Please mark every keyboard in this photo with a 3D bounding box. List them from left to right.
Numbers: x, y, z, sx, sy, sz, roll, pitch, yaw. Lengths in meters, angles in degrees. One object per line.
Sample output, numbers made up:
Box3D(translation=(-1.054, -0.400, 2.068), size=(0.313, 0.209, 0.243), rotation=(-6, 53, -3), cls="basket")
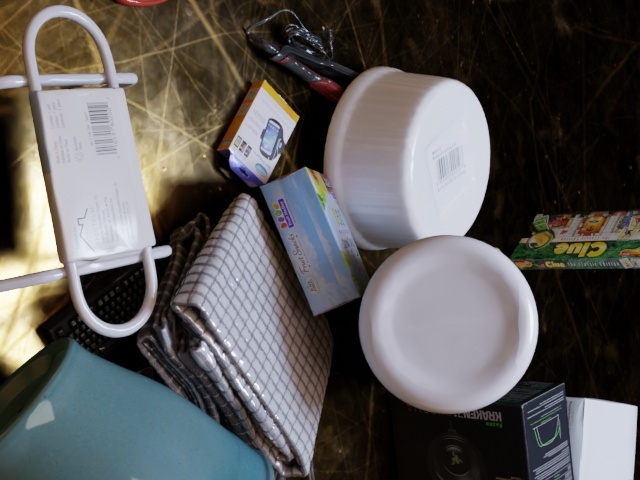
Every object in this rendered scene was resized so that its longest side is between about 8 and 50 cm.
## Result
Box3D(translation=(-0.245, 0.070, 1.163), size=(0.180, 0.023, 0.108), rotation=(-42, 117, -40), cls="keyboard")

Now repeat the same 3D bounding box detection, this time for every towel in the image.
Box3D(translation=(-0.100, 0.122, 1.198), size=(0.284, 0.121, 0.235), rotation=(59, 28, -28), cls="towel")

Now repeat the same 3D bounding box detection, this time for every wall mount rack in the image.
Box3D(translation=(-0.307, -0.058, 1.025), size=(0.304, 0.130, 0.350), rotation=(-13, 93, -49), cls="wall mount rack")

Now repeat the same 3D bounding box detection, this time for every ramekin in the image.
Box3D(translation=(0.138, -0.115, 1.461), size=(0.277, 0.135, 0.277), rotation=(-16, 110, -51), cls="ramekin")

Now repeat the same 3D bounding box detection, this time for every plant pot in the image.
Box3D(translation=(-0.232, 0.248, 1.014), size=(0.255, 0.271, 0.272), rotation=(46, 56, -18), cls="plant pot")

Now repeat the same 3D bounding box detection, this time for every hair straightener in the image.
Box3D(translation=(-0.014, -0.266, 1.414), size=(0.230, 0.047, 0.089), rotation=(22, 72, -39), cls="hair straightener")

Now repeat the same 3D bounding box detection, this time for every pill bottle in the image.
Box3D(translation=(0.159, 0.114, 1.307), size=(0.363, 0.210, 0.210), rotation=(57, 36, -83), cls="pill bottle")

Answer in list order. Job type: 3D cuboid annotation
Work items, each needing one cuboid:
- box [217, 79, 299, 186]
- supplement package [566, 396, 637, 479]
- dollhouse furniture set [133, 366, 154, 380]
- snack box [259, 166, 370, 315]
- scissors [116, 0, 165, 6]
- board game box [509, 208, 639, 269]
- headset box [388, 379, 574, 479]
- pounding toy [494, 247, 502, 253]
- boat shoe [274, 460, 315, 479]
Box3D(translation=(-0.086, -0.139, 1.337), size=(0.081, 0.028, 0.136), rotation=(45, 60, -36), cls="box")
Box3D(translation=(0.407, 0.343, 1.711), size=(0.194, 0.203, 0.149), rotation=(16, 77, -46), cls="supplement package")
Box3D(translation=(-0.157, 0.189, 1.207), size=(0.114, 0.081, 0.091), rotation=(-16, 100, -46), cls="dollhouse furniture set")
Box3D(translation=(0.000, 0.000, 1.287), size=(0.207, 0.070, 0.175), rotation=(-4, 71, -81), cls="snack box")
Box3D(translation=(-0.159, -0.361, 1.277), size=(0.297, 0.021, 0.109), rotation=(-18, 99, -47), cls="scissors")
Box3D(translation=(0.474, -0.001, 1.755), size=(0.136, 0.259, 0.030), rotation=(-54, 125, -34), cls="board game box")
Box3D(translation=(0.249, 0.361, 1.513), size=(0.131, 0.246, 0.283), rotation=(-13, 99, -47), cls="headset box")
Box3D(translation=(0.199, 0.111, 1.599), size=(0.154, 0.155, 0.269), rotation=(51, 38, 3), cls="pounding toy")
Box3D(translation=(-0.048, 0.380, 1.307), size=(0.102, 0.092, 0.285), rotation=(-5, 92, -47), cls="boat shoe")
